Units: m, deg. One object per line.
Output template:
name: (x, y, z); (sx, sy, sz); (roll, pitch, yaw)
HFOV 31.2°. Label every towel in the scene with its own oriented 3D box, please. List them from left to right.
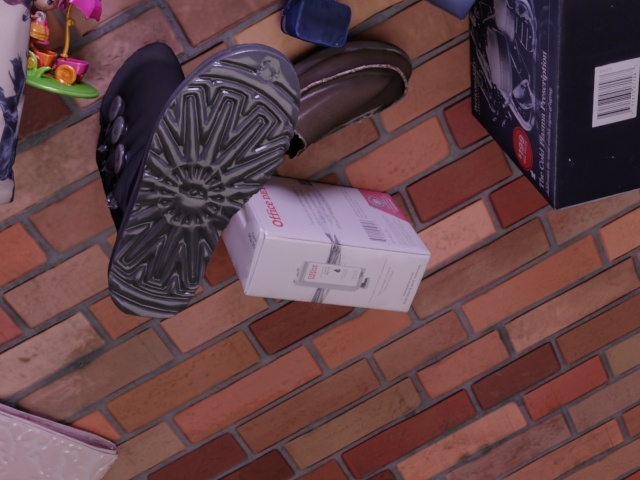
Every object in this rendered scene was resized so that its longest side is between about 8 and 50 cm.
towel: (-0.571, 0.430, 2.000); (0.317, 0.053, 0.332); (30, 109, -32)

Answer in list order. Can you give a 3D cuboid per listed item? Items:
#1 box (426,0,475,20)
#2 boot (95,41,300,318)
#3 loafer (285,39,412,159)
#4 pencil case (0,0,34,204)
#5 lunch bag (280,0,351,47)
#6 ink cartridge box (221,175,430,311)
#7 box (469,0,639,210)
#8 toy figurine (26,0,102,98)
box: (0.129, -0.504, 1.526); (0.296, 0.183, 0.294); (20, 113, -30)
boot: (-0.181, -0.156, 1.494); (0.146, 0.445, 0.367); (27, 110, -21)
loafer: (-0.025, -0.179, 1.711); (0.366, 0.130, 0.134); (-22, 143, 0)
pencil case: (-0.466, -0.229, 1.457); (0.183, 0.160, 0.410); (12, 106, 8)
lunch bag: (-0.012, -0.323, 1.670); (0.098, 0.065, 0.067); (11, 98, -28)
ink cartridge box: (0.000, 0.000, 1.808); (0.283, 0.207, 0.117); (7, 118, -23)
box: (0.355, -0.278, 1.676); (0.179, 0.312, 0.343); (-14, 126, -10)
toy figurine: (-0.367, -0.295, 1.559); (0.173, 0.130, 0.159); (18, 104, -1)
